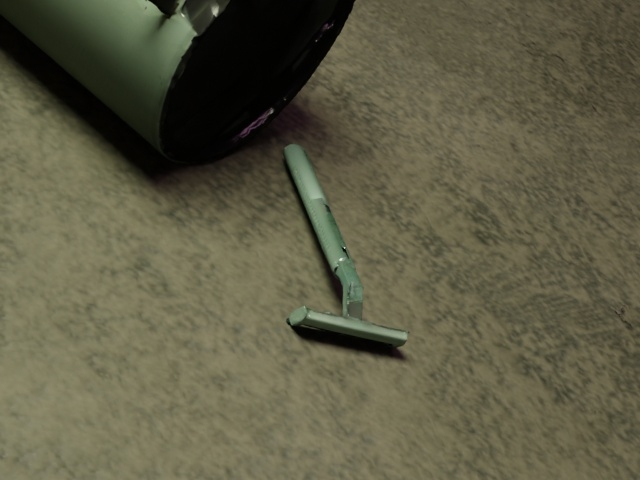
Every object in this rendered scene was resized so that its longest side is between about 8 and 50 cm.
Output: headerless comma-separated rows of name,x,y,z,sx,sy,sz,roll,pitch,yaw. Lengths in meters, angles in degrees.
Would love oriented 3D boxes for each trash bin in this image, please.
trash bin,-0.132,-0.219,1.393,0.262,0.217,0.277,40,0,16

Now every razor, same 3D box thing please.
razor,0.003,-0.006,1.377,0.084,0.036,0.211,14,36,-26
